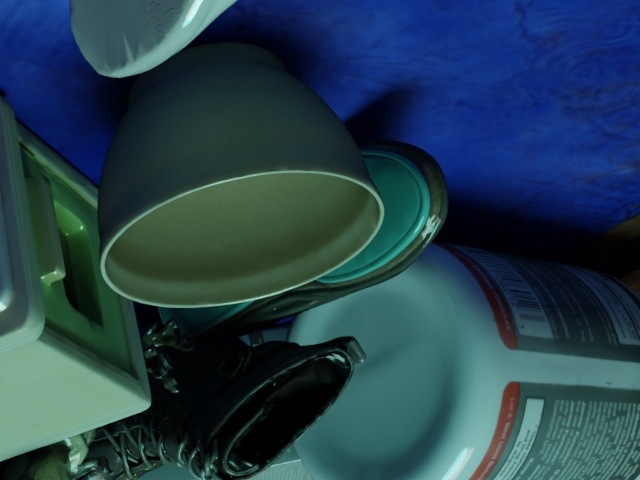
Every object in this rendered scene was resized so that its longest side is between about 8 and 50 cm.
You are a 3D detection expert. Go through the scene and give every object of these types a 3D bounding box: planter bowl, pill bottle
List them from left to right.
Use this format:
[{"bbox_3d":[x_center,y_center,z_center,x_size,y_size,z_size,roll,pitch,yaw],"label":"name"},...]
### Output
[{"bbox_3d":[-0.056,-0.044,0.805,0.162,0.109,0.162,-13,155,-6],"label":"planter bowl"},{"bbox_3d":[0.161,0.118,1.146,0.363,0.210,0.210,10,146,-45],"label":"pill bottle"}]

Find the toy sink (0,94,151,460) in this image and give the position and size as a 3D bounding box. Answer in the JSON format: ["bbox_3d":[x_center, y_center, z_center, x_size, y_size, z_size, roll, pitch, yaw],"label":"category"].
[{"bbox_3d":[-0.205,0.017,0.801,0.131,0.153,0.234,-20,154,11],"label":"toy sink"}]

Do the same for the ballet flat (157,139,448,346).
[{"bbox_3d":[0.000,0.000,0.968,0.096,0.095,0.280,-3,165,-46],"label":"ballet flat"}]

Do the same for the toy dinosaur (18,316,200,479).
[{"bbox_3d":[-0.148,0.098,0.952,0.118,0.268,0.064,-26,117,10],"label":"toy dinosaur"}]

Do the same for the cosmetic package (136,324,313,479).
[{"bbox_3d":[-0.093,0.157,1.194,0.238,0.127,0.107,-11,156,-13],"label":"cosmetic package"}]

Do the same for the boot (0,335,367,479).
[{"bbox_3d":[-0.113,0.139,1.013,0.263,0.091,0.229,-40,-161,-18],"label":"boot"}]

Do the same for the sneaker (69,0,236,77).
[{"bbox_3d":[-0.032,-0.144,0.657,0.094,0.080,0.212,-4,155,-49],"label":"sneaker"}]
